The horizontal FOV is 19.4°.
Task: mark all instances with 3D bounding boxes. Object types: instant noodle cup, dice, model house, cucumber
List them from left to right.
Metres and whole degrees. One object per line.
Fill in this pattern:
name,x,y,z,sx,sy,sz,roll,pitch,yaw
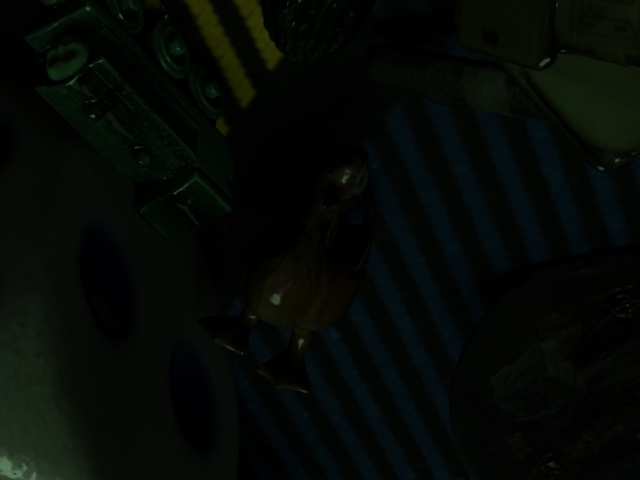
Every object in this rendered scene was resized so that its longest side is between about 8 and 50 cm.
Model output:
dice,-0.227,0.091,1.229,0.276,0.304,0.304,-12,139,19
cucumber,0.020,-0.190,1.046,0.077,0.077,0.265,17,140,-16
model house,0.136,-0.152,1.059,0.278,0.218,0.205,16,-164,36
instant noodle cup,0.225,0.149,1.357,0.217,0.217,0.207,-11,145,18

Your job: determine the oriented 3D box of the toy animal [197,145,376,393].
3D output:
toy animal,0.000,0.000,1.247,0.089,0.188,0.179,30,113,6

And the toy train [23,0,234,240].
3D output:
toy train,-0.115,-0.088,1.155,0.071,0.111,0.170,-22,135,22
